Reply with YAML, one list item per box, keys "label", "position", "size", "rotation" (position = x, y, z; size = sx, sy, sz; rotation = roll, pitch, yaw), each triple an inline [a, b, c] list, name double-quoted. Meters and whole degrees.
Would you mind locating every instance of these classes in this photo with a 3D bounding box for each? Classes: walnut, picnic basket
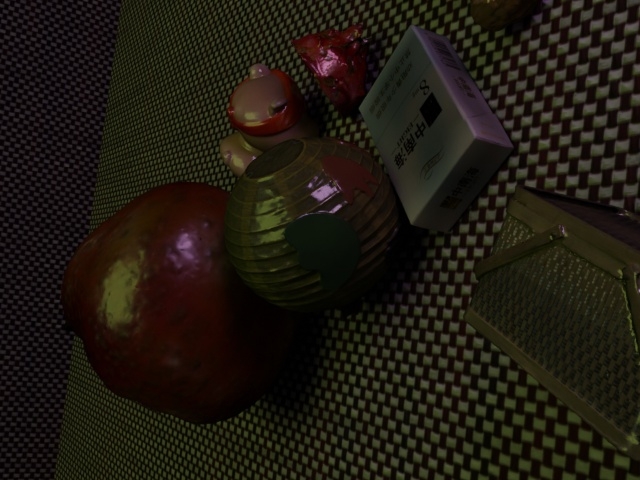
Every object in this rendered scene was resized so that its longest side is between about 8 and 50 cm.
- label: "walnut"
  position: [0.219, -0.298, 0.973]
  size: [0.096, 0.082, 0.079]
  rotation: [-38, 22, 51]
- label: "picnic basket"
  position: [0.264, 0.063, 0.700]
  size: [0.266, 0.165, 0.139]
  rotation: [43, 119, 56]

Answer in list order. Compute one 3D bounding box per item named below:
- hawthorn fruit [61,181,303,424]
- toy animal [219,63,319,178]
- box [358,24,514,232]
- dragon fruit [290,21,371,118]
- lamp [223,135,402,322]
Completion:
- label: "hawthorn fruit"
  position: [-0.202, 0.073, 1.320]
  size: [0.402, 0.402, 0.403]
  rotation: [-25, 61, 55]
- label: "toy animal"
  position: [-0.093, -0.198, 1.411]
  size: [0.171, 0.171, 0.198]
  rotation: [-112, 35, -42]
- label: "box"
  position: [0.143, -0.150, 1.069]
  size: [0.155, 0.067, 0.243]
  rotation: [-57, 37, 38]
- label: "dragon fruit"
  position: [0.038, -0.275, 1.264]
  size: [0.111, 0.153, 0.153]
  rotation: [-33, 46, 10]
- label: "lamp"
  position: [0.000, 0.000, 1.119]
  size: [0.250, 0.250, 0.284]
  rotation: [25, 147, 59]
